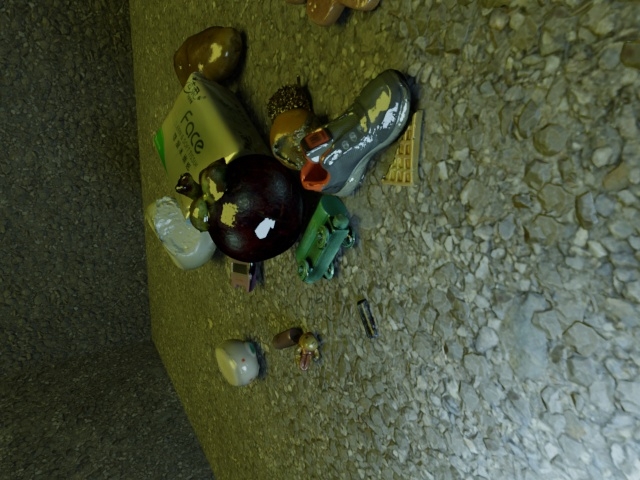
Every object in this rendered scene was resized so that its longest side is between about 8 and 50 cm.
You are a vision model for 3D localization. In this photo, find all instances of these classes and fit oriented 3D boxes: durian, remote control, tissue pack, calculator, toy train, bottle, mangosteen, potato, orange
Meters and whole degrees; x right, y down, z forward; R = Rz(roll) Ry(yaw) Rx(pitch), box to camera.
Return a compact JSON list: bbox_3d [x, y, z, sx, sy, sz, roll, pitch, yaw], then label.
[{"bbox_3d":[-0.094,-0.359,1.125,0.148,0.091,0.188,57,139,31],"label":"durian"},{"bbox_3d":[0.112,0.192,1.018,0.039,0.014,0.096,-34,71,54],"label":"remote control"},{"bbox_3d":[-0.365,-0.289,1.387,0.332,0.205,0.405,-46,60,25],"label":"tissue pack"},{"bbox_3d":[-0.289,0.037,1.538,0.194,0.043,0.294,2,95,57],"label":"calculator"},{"bbox_3d":[0.000,0.000,1.077,0.248,0.101,0.159,118,145,-42],"label":"toy train"},{"bbox_3d":[-0.109,0.319,1.352,0.140,0.053,0.053,-37,67,54],"label":"bottle"},{"bbox_3d":[-0.197,-0.085,1.147,0.330,0.330,0.330,20,114,54],"label":"mangosteen"},{"bbox_3d":[-0.390,-0.635,1.468,0.369,0.176,0.195,5,59,49],"label":"potato"},{"bbox_3d":[-0.058,-0.250,1.050,0.156,0.134,0.156,25,138,24],"label":"orange"}]

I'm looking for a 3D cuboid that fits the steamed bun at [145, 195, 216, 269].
[{"bbox_3d":[-0.586,-0.045,1.816,0.334,0.233,0.312,62,162,-12],"label":"steamed bun"}]

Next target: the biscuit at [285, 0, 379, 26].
[{"bbox_3d":[0.005,-0.616,0.898,0.355,0.052,0.275,30,125,36],"label":"biscuit"}]

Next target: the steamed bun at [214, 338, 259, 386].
[{"bbox_3d":[-0.317,0.472,1.637,0.228,0.131,0.177,-1,107,56],"label":"steamed bun"}]

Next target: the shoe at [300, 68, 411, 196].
[{"bbox_3d":[0.042,-0.217,0.878,0.336,0.171,0.132,-54,53,48],"label":"shoe"}]

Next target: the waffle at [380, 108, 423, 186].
[{"bbox_3d":[0.162,-0.184,0.838,0.097,0.023,0.152,22,117,52],"label":"waffle"}]

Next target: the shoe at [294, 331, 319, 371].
[{"bbox_3d":[-0.038,0.330,1.232,0.109,0.072,0.069,-54,19,5],"label":"shoe"}]
